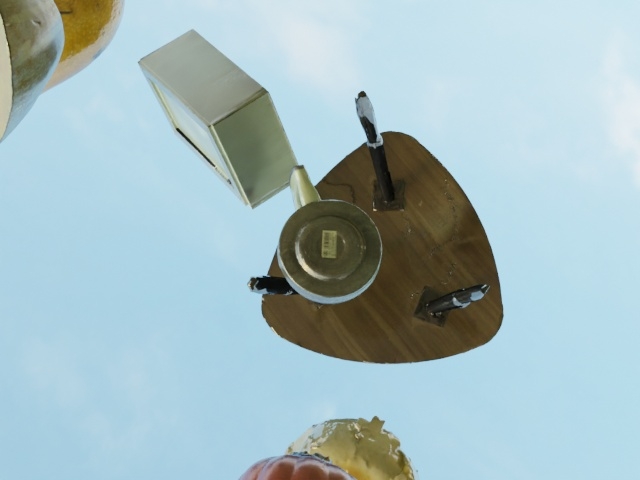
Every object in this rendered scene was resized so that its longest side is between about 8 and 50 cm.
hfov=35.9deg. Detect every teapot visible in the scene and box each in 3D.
[{"bbox_3d":[-0.006,0.009,1.085,0.149,0.108,0.111,41,-105,9],"label":"teapot"}]

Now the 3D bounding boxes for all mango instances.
[{"bbox_3d":[-0.394,-0.292,1.367,0.177,0.120,0.295,40,-102,1],"label":"mango"}]

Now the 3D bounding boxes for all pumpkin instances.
[{"bbox_3d":[-0.355,-0.213,1.080,0.110,0.217,0.217,-25,-106,-41],"label":"pumpkin"}]

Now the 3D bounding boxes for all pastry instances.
[{"bbox_3d":[0.028,0.254,0.974,0.166,0.166,0.088,41,-162,3],"label":"pastry"}]

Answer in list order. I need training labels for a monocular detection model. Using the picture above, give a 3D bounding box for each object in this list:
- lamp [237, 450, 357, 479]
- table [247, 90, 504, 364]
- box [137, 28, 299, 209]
[{"bbox_3d":[-0.015,0.203,0.732,0.107,0.107,0.092,22,-129,-12],"label":"lamp"},{"bbox_3d":[0.049,0.015,1.169,0.317,0.249,0.317,-2,-101,8],"label":"table"},{"bbox_3d":[-0.125,-0.151,1.210,0.086,0.129,0.225,-33,-139,-12],"label":"box"}]
